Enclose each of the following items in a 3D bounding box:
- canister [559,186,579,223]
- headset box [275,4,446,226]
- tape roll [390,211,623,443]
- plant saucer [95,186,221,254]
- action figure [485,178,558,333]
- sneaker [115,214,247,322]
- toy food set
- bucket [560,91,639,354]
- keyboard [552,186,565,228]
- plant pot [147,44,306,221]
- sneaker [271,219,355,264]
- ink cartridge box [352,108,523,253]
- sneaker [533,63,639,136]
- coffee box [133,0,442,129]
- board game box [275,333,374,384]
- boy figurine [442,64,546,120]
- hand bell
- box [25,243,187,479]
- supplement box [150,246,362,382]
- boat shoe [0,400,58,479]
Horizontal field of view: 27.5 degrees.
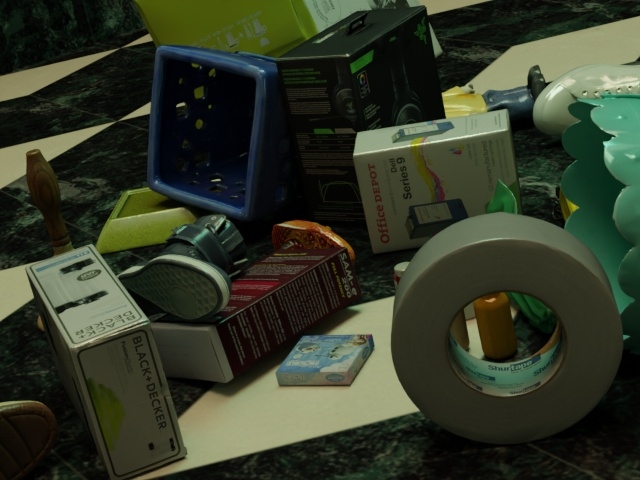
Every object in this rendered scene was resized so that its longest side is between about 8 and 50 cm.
[{"bbox_3d":[0.388,-0.032,1.587,0.170,0.126,0.073,-14,-22,1],"label":"canister"},{"bbox_3d":[0.072,-0.197,1.946,0.131,0.283,0.246,2,25,33],"label":"headset box"},{"bbox_3d":[0.178,0.086,1.267,0.219,0.219,0.072,-9,21,8],"label":"tape roll"},{"bbox_3d":[-0.257,-0.047,2.078,0.188,0.045,0.188,-10,22,7],"label":"plant saucer"},{"bbox_3d":[0.246,0.038,1.521,0.063,0.137,0.232,-4,28,-12],"label":"action figure"},{"bbox_3d":[-0.135,0.027,1.555,0.163,0.086,0.226,-32,16,-33],"label":"sneaker"},{"bbox_3d":[0.144,0.053,1.522,0.111,0.104,0.232,-14,21,-4],"label":"toy food set"},{"bbox_3d":[0.372,-0.025,1.384,0.183,0.281,0.281,-7,21,0],"label":"bucket"},{"bbox_3d":[0.351,-0.024,1.720,0.100,0.038,0.192,9,19,-9],"label":"keyboard"},{"bbox_3d":[-0.111,-0.175,2.016,0.236,0.236,0.212,19,20,37],"label":"plant pot"},{"bbox_3d":[0.000,0.000,1.799,0.067,0.064,0.175,-13,22,-30],"label":"sneaker"},{"bbox_3d":[0.161,-0.079,1.776,0.212,0.154,0.093,-7,24,11],"label":"ink cartridge box"},{"bbox_3d":[0.476,-0.224,2.027,0.290,0.106,0.123,-16,19,-12],"label":"sneaker"},{"bbox_3d":[-0.057,-0.381,2.305,0.337,0.338,0.334,-17,14,38],"label":"coffee box"},{"bbox_3d":[0.006,0.137,1.507,0.090,0.020,0.090,-4,24,23],"label":"board game box"},{"bbox_3d":[0.234,-0.225,2.190,0.285,0.092,0.177,-7,25,8],"label":"boy figurine"},{"bbox_3d":[-0.356,-0.009,1.768,0.126,0.242,0.126,-12,21,5],"label":"hand bell"},{"bbox_3d":[-0.246,0.128,1.468,0.087,0.169,0.290,-19,23,-16],"label":"box"},{"bbox_3d":[-0.079,0.086,1.591,0.239,0.073,0.130,-31,19,-38],"label":"supplement box"},{"bbox_3d":[-0.409,0.238,1.390,0.257,0.095,0.095,-25,19,-29],"label":"boat shoe"}]
